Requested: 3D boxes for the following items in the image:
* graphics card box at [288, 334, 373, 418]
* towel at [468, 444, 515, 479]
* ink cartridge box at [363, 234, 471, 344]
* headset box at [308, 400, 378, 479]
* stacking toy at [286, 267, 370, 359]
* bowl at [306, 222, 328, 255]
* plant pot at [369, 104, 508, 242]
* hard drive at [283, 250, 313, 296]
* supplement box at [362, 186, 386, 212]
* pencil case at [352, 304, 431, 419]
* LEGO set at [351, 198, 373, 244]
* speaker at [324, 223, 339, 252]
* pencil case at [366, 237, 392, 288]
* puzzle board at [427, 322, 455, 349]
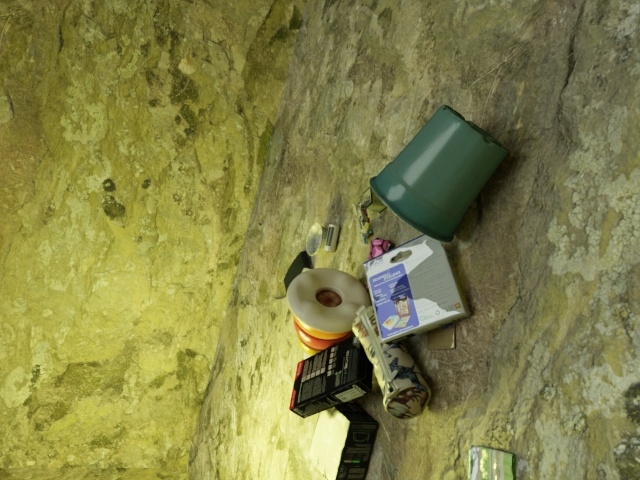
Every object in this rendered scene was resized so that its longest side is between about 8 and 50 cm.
[{"bbox_3d":[0.044,0.535,1.942,0.371,0.094,0.232,-35,27,32],"label":"graphics card box"},{"bbox_3d":[0.465,0.630,1.344,0.152,0.023,0.113,-23,59,59],"label":"towel"},{"bbox_3d":[0.313,0.159,1.657,0.304,0.072,0.307,-27,55,27],"label":"ink cartridge box"},{"bbox_3d":[0.080,0.787,1.913,0.246,0.131,0.283,19,95,65],"label":"headset box"},{"bbox_3d":[0.006,0.387,2.148,0.350,0.351,0.479,-108,22,-46],"label":"stacking toy"},{"bbox_3d":[0.000,0.000,2.497,0.170,0.080,0.170,-36,48,53],"label":"bowl"},{"bbox_3d":[0.394,-0.226,1.582,0.334,0.341,0.341,-53,33,24],"label":"plant pot"},{"bbox_3d":[-0.128,0.191,2.692,0.254,0.054,0.172,-58,32,33],"label":"hard drive"},{"bbox_3d":[0.234,-0.173,2.109,0.056,0.083,0.083,-41,43,50],"label":"supplement box"},{"bbox_3d":[0.237,0.408,1.721,0.160,0.183,0.410,-31,39,7],"label":"pencil case"},{"bbox_3d":[0.191,-0.075,2.078,0.244,0.060,0.182,-157,52,-85],"label":"LEGO set"},{"bbox_3d":[0.056,-0.009,2.420,0.055,0.055,0.136,4,82,64],"label":"speaker"},{"bbox_3d":[0.239,0.097,1.975,0.098,0.095,0.209,-4,75,39],"label":"pencil case"},{"bbox_3d":[0.401,0.314,1.633,0.128,0.011,0.096,-25,55,57],"label":"puzzle board"}]
